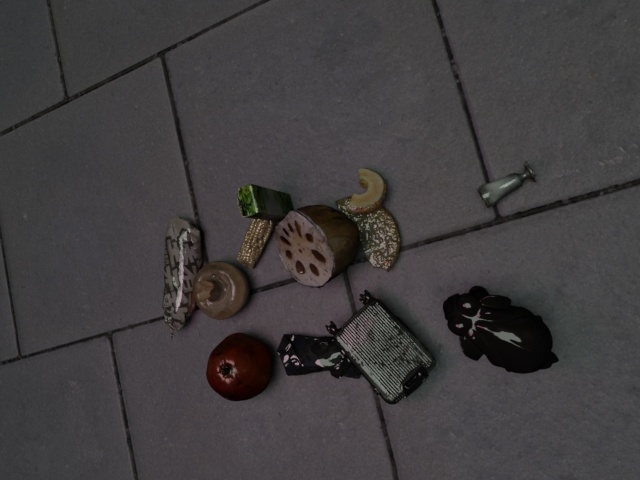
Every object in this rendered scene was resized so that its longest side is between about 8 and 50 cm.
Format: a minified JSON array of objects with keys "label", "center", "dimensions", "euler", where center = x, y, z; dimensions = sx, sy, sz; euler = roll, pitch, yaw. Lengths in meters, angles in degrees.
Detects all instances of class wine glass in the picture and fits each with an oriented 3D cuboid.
[{"label":"wine glass","center":[0.538,-0.160,1.401],"dimensions":[0.155,0.072,0.072],"euler":[-30,78,17]}]

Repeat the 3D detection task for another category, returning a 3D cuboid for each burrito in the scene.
[{"label":"burrito","center":[-0.501,0.137,1.755],"dimensions":[0.139,0.101,0.444],"euler":[1,85,9]}]

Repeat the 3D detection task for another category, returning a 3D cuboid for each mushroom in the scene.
[{"label":"mushroom","center":[-0.351,0.170,1.645],"dimensions":[0.204,0.204,0.204],"euler":[-1,87,20]}]

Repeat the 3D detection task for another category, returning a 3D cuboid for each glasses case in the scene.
[{"label":"glasses case","center":[-0.169,-0.113,1.550],"dimensions":[0.062,0.272,0.095],"euler":[-18,82,20]}]

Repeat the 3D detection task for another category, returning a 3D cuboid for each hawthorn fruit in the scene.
[{"label":"hawthorn fruit","center":[-0.275,0.415,1.575],"dimensions":[0.224,0.261,0.223],"euler":[-2,84,14]}]

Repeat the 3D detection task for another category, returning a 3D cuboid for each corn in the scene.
[{"label":"corn","center":[-0.227,0.002,1.667],"dimensions":[0.087,0.087,0.210],"euler":[27,96,19]}]

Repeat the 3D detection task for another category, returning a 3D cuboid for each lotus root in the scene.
[{"label":"lotus root","center":[0.000,0.000,1.519],"dimensions":[0.272,0.192,0.272],"euler":[34,141,33]}]

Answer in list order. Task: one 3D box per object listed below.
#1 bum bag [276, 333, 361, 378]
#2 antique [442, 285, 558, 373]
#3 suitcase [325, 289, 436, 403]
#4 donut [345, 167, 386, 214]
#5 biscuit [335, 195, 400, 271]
[{"label":"bum bag","center":[0.007,0.374,1.569],"dimensions":[0.310,0.074,0.136],"euler":[-1,75,15]},{"label":"antique","center":[0.481,0.237,1.309],"dimensions":[0.322,0.255,0.185],"euler":[27,99,22]},{"label":"suitcase","center":[0.180,0.321,1.457],"dimensions":[0.202,0.128,0.312],"euler":[-41,74,-10]},{"label":"donut","center":[0.151,-0.147,1.523],"dimensions":[0.108,0.065,0.165],"euler":[14,64,13]},{"label":"biscuit","center":[0.171,-0.039,1.546],"dimensions":[0.141,0.038,0.289],"euler":[-33,74,12]}]
